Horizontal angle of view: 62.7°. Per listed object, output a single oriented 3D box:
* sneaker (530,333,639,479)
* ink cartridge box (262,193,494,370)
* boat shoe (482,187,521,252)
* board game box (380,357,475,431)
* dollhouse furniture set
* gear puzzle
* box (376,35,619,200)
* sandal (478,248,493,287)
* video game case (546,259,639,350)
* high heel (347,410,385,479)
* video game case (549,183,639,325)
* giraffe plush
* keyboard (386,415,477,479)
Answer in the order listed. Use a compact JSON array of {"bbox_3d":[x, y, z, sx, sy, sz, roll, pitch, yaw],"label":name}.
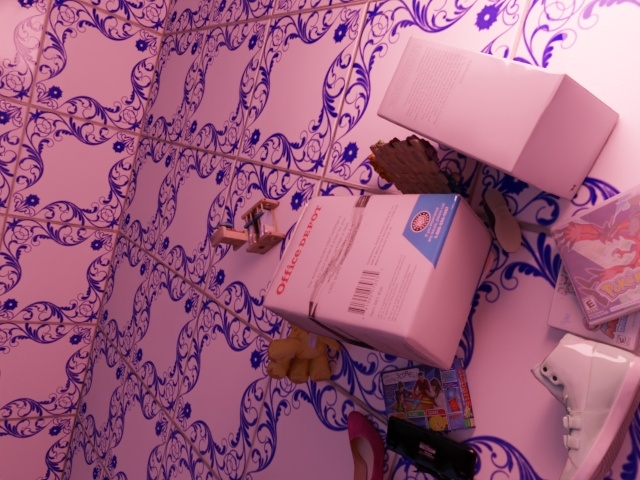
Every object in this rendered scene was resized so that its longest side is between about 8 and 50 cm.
[{"bbox_3d":[0.401,0.278,0.844,0.151,0.094,0.256,25,91,43],"label":"sneaker"},{"bbox_3d":[0.105,0.065,1.071,0.395,0.166,0.285,5,64,47],"label":"ink cartridge box"},{"bbox_3d":[0.348,-0.034,1.018,0.043,0.049,0.137,84,172,-66],"label":"boat shoe"},{"bbox_3d":[0.217,0.328,1.098,0.201,0.035,0.136,-24,64,44],"label":"board game box"},{"bbox_3d":[-0.221,-0.051,1.580,0.129,0.184,0.129,-35,57,40],"label":"dollhouse furniture set"},{"bbox_3d":[0.193,-0.154,1.145,0.044,0.175,0.339,-42,16,-8],"label":"gear puzzle"},{"bbox_3d":[0.310,-0.231,0.969,0.345,0.215,0.168,40,112,46],"label":"box"},{"bbox_3d":[0.248,0.108,1.076,0.102,0.076,0.265,47,118,44],"label":"sandal"},{"bbox_3d":[0.463,0.086,0.872,0.143,0.019,0.157,14,92,50],"label":"video game case"},{"bbox_3d":[0.085,0.495,1.153,0.082,0.117,0.244,-42,53,36],"label":"high heel"},{"bbox_3d":[0.487,0.015,0.828,0.201,0.023,0.183,-34,54,38],"label":"video game case"},{"bbox_3d":[-0.045,0.240,1.348,0.170,0.181,0.210,-96,27,-51],"label":"giraffe plush"},{"bbox_3d":[0.221,0.429,1.065,0.192,0.038,0.100,13,97,37],"label":"keyboard"}]
